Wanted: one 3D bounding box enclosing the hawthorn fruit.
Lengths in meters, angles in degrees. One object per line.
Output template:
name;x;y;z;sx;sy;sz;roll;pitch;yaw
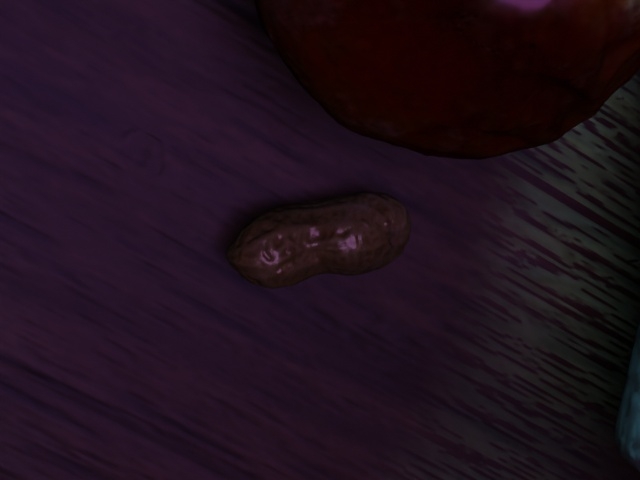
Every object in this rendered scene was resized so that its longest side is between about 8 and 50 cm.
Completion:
hawthorn fruit;0.090;-0.164;0.734;0.241;0.271;0.242;1;85;-17

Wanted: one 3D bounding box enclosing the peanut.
peanut;0.000;0.000;0.853;0.113;0.054;0.054;-12;102;-14

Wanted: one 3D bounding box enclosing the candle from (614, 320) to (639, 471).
candle;0.292;0.059;0.847;0.221;0.221;0.343;9;97;-14
